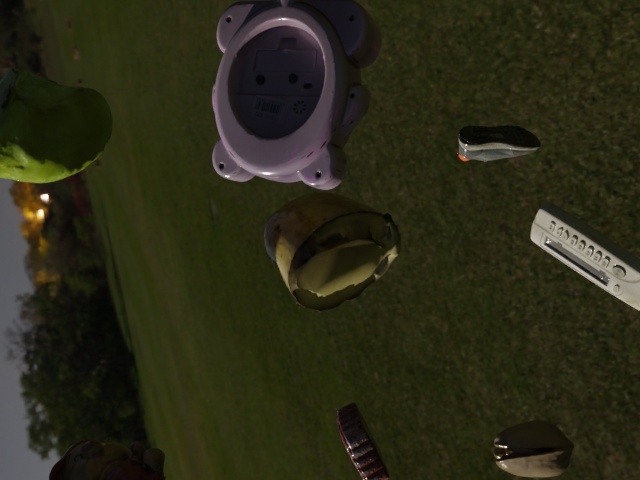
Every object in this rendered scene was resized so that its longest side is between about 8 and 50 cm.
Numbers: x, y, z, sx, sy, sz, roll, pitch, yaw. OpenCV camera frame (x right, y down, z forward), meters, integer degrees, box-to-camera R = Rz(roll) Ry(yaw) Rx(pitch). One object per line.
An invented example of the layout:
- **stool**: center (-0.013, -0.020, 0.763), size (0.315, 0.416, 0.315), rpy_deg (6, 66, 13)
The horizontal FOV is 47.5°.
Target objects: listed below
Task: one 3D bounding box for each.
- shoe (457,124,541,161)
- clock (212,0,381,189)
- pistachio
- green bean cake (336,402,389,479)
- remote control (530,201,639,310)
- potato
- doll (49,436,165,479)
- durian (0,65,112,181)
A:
- **shoe**: center (0.412, -0.220, 1.699), size (0.077, 0.195, 0.074), rpy_deg (99, 171, -50)
- **clock**: center (-0.056, -0.256, 1.270), size (0.113, 0.296, 0.322), rpy_deg (10, -93, -67)
- **pistachio**: center (0.403, 0.399, 1.383), size (0.113, 0.149, 0.113), rpy_deg (173, 90, -78)
- **green bean cake**: center (0.081, 0.410, 1.461), size (0.135, 0.056, 0.135), rpy_deg (64, 177, -15)
- **remote control**: center (0.455, 0.024, 1.197), size (0.230, 0.049, 0.090), rpy_deg (38, 155, 27)
- **potato**: center (0.000, 0.000, 1.475), size (0.242, 0.286, 0.242), rpy_deg (35, 138, 39)
- **doll**: center (-0.464, 0.508, 1.573), size (0.256, 0.196, 0.152), rpy_deg (7, 93, 32)
- **durian**: center (-0.607, -0.241, 1.567), size (0.204, 0.340, 0.255), rpy_deg (-11, 71, 53)
